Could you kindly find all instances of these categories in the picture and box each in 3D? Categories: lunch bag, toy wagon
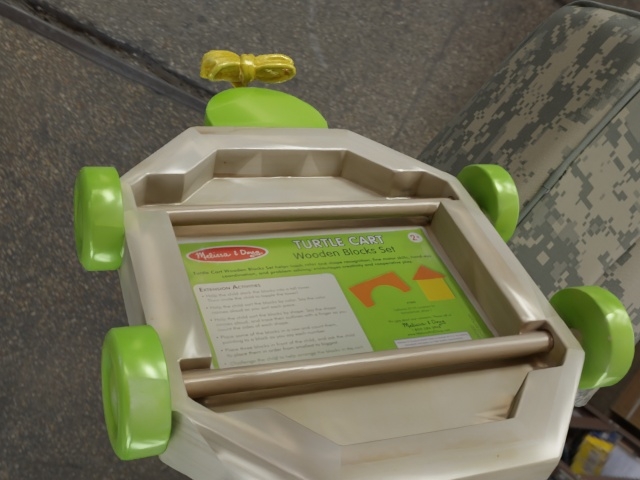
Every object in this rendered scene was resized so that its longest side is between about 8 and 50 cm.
[{"bbox_3d":[0.233,-0.015,0.699,0.256,0.212,0.305,37,100,-23],"label":"lunch bag"},{"bbox_3d":[0.000,0.000,0.452,0.267,0.344,0.068,-2,131,-23],"label":"toy wagon"}]
